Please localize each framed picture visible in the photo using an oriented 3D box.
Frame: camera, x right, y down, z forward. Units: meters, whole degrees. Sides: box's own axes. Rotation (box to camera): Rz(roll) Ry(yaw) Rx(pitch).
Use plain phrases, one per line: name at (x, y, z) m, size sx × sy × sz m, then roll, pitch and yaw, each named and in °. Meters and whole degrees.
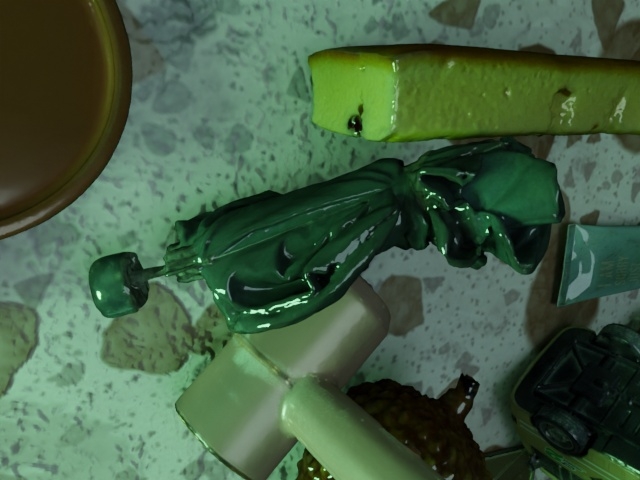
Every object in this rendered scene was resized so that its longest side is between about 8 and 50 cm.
framed picture at (0.233, 0.332, 0.770) m, size 0.149 × 0.011 × 0.109 m, roll 1°, pitch 103°, yaw -30°

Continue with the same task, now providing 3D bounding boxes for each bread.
bread at (0.176, -0.136, 0.541) m, size 0.361 × 0.138 × 0.077 m, roll -6°, pitch 108°, yaw -27°

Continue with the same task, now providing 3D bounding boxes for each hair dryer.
hair dryer at (0.046, 0.151, 0.426) m, size 0.189 × 0.344 × 0.107 m, roll -47°, pitch 134°, yaw -12°

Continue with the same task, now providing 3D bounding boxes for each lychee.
lychee at (0.076, 0.228, 0.554) m, size 0.200 × 0.200 × 0.238 m, roll 38°, pitch 95°, yaw -31°

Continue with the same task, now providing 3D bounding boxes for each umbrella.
umbrella at (0.000, 0.001, 0.441) m, size 0.349 × 0.143 × 0.094 m, roll -16°, pitch 107°, yaw -1°

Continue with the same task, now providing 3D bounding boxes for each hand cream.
hand cream at (0.449, 0.018, 0.778) m, size 0.312 × 0.070 × 0.111 m, roll -7°, pitch 109°, yaw -23°

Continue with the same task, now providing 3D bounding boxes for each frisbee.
frisbee at (-0.242, -0.119, 0.352) m, size 0.251 × 0.021 × 0.250 m, roll 0°, pitch 91°, yaw -34°

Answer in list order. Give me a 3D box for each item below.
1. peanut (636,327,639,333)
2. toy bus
peanut at (0.478, 0.213, 0.829) m, size 0.108 × 0.095 × 0.226 m, roll 4°, pitch 105°, yaw -14°
toy bus at (0.410, 0.256, 0.647) m, size 0.177 × 0.365 × 0.202 m, roll -40°, pitch 131°, yaw -22°
